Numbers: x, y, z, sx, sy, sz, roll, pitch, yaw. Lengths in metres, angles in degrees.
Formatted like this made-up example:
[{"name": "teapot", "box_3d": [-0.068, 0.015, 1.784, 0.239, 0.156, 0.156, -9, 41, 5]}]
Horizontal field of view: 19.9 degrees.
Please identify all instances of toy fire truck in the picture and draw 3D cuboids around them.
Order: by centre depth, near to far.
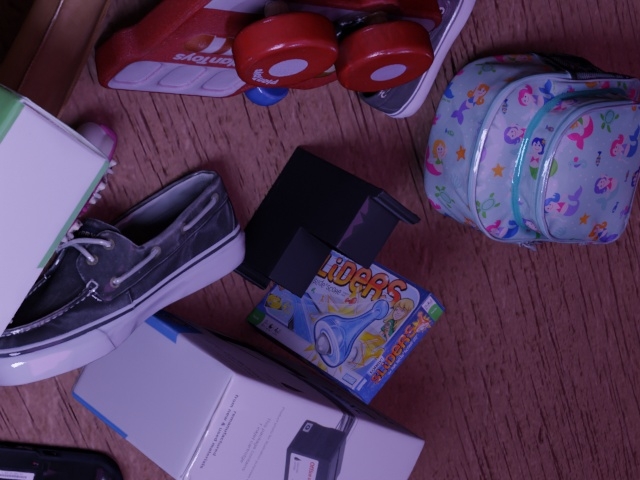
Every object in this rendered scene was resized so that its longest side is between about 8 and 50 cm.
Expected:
[{"name": "toy fire truck", "box_3d": [-0.044, -0.212, 1.820, 0.302, 0.254, 0.169, 0, 70, -41]}]

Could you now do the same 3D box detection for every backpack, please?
[{"name": "backpack", "box_3d": [0.252, -0.103, 2.132, 0.254, 0.191, 0.225, 2, 109, -35]}]

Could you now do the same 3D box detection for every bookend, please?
[{"name": "bookend", "box_3d": [0.000, 0.000, 1.982, 0.072, 0.157, 0.156, 35, 85, -43]}]

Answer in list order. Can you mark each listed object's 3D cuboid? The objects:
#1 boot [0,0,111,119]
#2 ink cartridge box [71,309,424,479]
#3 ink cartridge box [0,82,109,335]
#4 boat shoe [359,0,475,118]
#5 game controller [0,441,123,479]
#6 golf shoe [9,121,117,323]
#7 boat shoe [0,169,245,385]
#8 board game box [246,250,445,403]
[{"name": "boot", "box_3d": [-0.223, -0.237, 1.728, 0.269, 0.089, 0.236, -62, 173, 25]}, {"name": "ink cartridge box", "box_3d": [-0.075, 0.192, 1.964, 0.307, 0.223, 0.129, 25, 92, -43]}, {"name": "ink cartridge box", "box_3d": [-0.349, -0.055, 1.581, 0.121, 0.289, 0.211, 35, 86, -46]}, {"name": "boat shoe", "box_3d": [0.104, -0.247, 2.015, 0.076, 0.080, 0.228, 12, 109, -44]}, {"name": "game controller", "box_3d": [-0.345, 0.293, 1.911, 0.319, 0.067, 0.166, 12, 87, -43]}, {"name": "golf shoe", "box_3d": [-0.312, -0.018, 1.750, 0.140, 0.115, 0.306, 39, 62, -8]}, {"name": "boat shoe", "box_3d": [-0.222, 0.029, 1.858, 0.335, 0.121, 0.119, -34, 121, -37]}, {"name": "board game box", "box_3d": [0.025, 0.081, 2.009, 0.136, 0.201, 0.035, -50, 133, -10]}]
